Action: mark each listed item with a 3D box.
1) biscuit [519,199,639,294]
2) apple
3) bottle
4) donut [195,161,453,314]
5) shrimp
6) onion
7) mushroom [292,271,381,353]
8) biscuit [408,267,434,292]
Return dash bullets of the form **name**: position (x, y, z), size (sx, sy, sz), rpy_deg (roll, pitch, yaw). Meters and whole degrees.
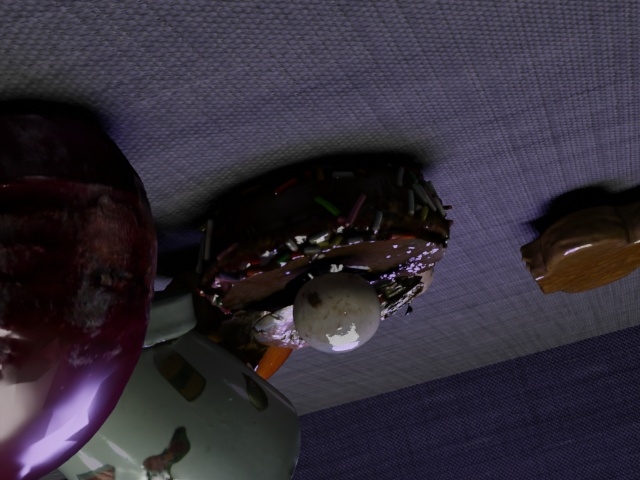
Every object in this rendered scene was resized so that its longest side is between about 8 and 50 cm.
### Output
- **biscuit**: position (0.459, -0.032, 1.635), size (0.394, 0.076, 0.368), rpy_deg (-21, 165, 16)
- **apple**: position (-0.098, 0.093, 1.419), size (0.158, 0.156, 0.147), rpy_deg (-30, 172, 16)
- **bottle**: position (-0.202, 0.143, 1.241), size (0.229, 0.229, 0.351), rpy_deg (-25, 123, 39)
- **donut**: position (0.000, 0.000, 1.250), size (0.269, 0.103, 0.270), rpy_deg (-13, 164, -4)
- **shrimp**: position (0.018, 0.074, 1.263), size (0.190, 0.042, 0.101), rpy_deg (-19, 157, 16)
- **onion**: position (-0.273, 0.066, 0.948), size (0.336, 0.260, 0.282), rpy_deg (-25, 157, 38)
- **mushroom**: position (0.015, 0.063, 1.189), size (0.085, 0.085, 0.079), rpy_deg (-14, -153, 2)
- **biscuit**: position (0.111, 0.029, 1.557), size (0.061, 0.055, 0.219), rpy_deg (-31, 165, 1)
